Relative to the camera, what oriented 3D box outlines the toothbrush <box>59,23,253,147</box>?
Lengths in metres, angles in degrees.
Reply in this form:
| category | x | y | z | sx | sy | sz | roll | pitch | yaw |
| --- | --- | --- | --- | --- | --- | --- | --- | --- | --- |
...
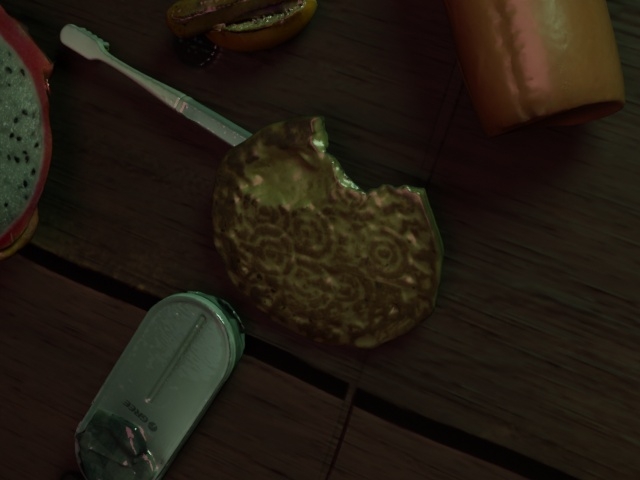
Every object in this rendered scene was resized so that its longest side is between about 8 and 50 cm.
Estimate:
| category | x | y | z | sx | sy | sz | roll | pitch | yaw |
| --- | --- | --- | --- | --- | --- | --- | --- | --- | --- |
| toothbrush | -0.108 | -0.115 | 0.887 | 0.342 | 0.030 | 0.025 | 32 | 108 | 13 |

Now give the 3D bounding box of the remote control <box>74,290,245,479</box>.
| category | x | y | z | sx | sy | sz | roll | pitch | yaw |
| --- | --- | --- | --- | --- | --- | --- | --- | --- | --- |
| remote control | -0.162 | 0.157 | 0.937 | 0.104 | 0.052 | 0.247 | 39 | 109 | 12 |

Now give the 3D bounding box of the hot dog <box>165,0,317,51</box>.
| category | x | y | z | sx | sy | sz | roll | pitch | yaw |
| --- | --- | --- | --- | --- | --- | --- | --- | --- | --- |
| hot dog | -0.069 | -0.215 | 0.842 | 0.140 | 0.060 | 0.090 | 3 | 95 | 23 |

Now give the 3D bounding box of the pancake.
| category | x | y | z | sx | sy | sz | roll | pitch | yaw |
| --- | --- | --- | --- | --- | --- | --- | --- | --- | --- |
| pancake | 0.000 | 0.000 | 0.845 | 0.235 | 0.029 | 0.212 | 41 | 123 | 6 |

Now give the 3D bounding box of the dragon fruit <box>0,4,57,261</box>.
| category | x | y | z | sx | sy | sz | roll | pitch | yaw |
| --- | --- | --- | --- | --- | --- | --- | --- | --- | --- |
| dragon fruit | -0.418 | -0.104 | 0.875 | 0.225 | 0.305 | 0.306 | 1 | 99 | 36 |

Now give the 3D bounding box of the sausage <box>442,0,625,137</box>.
| category | x | y | z | sx | sy | sz | roll | pitch | yaw |
| --- | --- | --- | --- | --- | --- | --- | --- | --- | --- |
| sausage | 0.144 | -0.233 | 0.729 | 0.121 | 0.121 | 0.304 | -15 | 91 | 22 |
